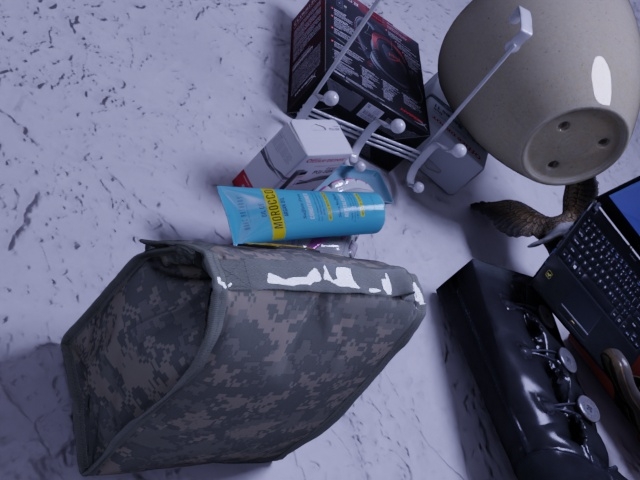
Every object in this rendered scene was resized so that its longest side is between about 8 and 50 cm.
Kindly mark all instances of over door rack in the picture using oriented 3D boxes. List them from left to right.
[{"bbox_3d":[0.127,-0.224,1.161,0.240,0.324,0.108,18,35,-22],"label":"over door rack"}]

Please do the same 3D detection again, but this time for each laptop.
[{"bbox_3d":[0.476,0.047,1.144,0.234,0.137,0.264,46,74,-18],"label":"laptop"}]

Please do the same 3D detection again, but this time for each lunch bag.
[{"bbox_3d":[-0.072,0.091,0.739,0.235,0.287,0.168,8,52,-39],"label":"lunch bag"}]

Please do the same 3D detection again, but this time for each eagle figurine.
[{"bbox_3d":[0.401,-0.030,1.354,0.227,0.225,0.298,3,50,-19],"label":"eagle figurine"}]

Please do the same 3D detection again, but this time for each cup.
[{"bbox_3d":[0.372,-0.227,1.276,0.331,0.331,0.236,22,43,-30],"label":"cup"}]

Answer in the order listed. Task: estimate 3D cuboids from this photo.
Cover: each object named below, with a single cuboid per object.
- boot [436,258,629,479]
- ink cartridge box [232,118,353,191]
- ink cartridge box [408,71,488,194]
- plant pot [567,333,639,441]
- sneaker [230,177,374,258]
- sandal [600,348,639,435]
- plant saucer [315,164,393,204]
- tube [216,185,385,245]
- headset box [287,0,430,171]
[{"bbox_3d":[0.359,0.265,1.153,0.367,0.146,0.445,35,26,-38],"label":"boot"},{"bbox_3d":[-0.037,-0.098,1.069,0.099,0.135,0.056,-10,65,-48],"label":"ink cartridge box"},{"bbox_3d":[0.233,-0.202,1.471,0.153,0.087,0.208,39,38,-11],"label":"ink cartridge box"},{"bbox_3d":[0.575,0.200,1.327,0.272,0.272,0.265,-15,60,-50],"label":"plant pot"},{"bbox_3d":[0.000,0.000,1.058,0.252,0.103,0.111,-27,79,-44],"label":"sneaker"},{"bbox_3d":[0.463,0.225,1.158,0.219,0.060,0.090,57,6,-33],"label":"sandal"},{"bbox_3d":[0.033,-0.088,1.229,0.192,0.018,0.067,3,55,-42],"label":"plant saucer"},{"bbox_3d":[-0.021,-0.032,0.963,0.207,0.052,0.080,-3,56,-30],"label":"tube"},{"bbox_3d":[0.063,-0.291,1.364,0.218,0.110,0.293,26,42,-27],"label":"headset box"}]
